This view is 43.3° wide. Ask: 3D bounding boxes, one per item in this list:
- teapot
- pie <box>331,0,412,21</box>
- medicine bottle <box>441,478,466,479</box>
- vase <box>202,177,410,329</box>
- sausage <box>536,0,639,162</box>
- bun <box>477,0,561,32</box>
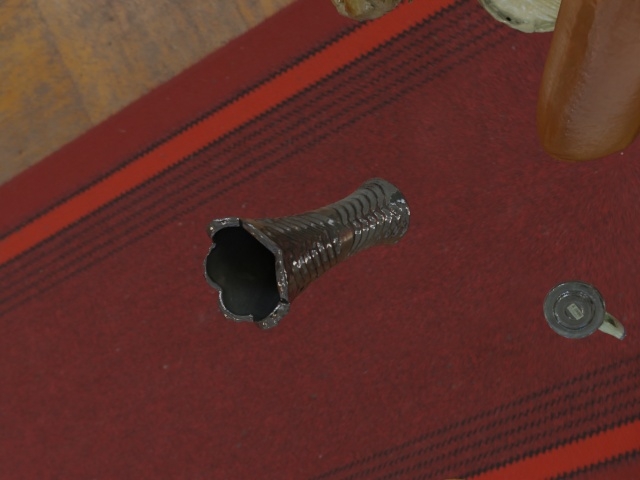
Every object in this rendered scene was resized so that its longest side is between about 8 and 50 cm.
[{"bbox_3d":[0.502,0.123,1.530,0.149,0.108,0.111,3,101,18],"label":"teapot"},{"bbox_3d":[0.023,-0.206,0.383,0.163,0.079,0.193,38,136,55],"label":"pie"},{"bbox_3d":[0.144,0.211,0.431,0.222,0.149,0.112,28,72,-23],"label":"medicine bottle"},{"bbox_3d":[0.000,0.000,0.826,0.115,0.237,0.115,16,115,36],"label":"vase"},{"bbox_3d":[0.245,-0.164,0.671,0.105,0.274,0.105,-2,59,4],"label":"sausage"},{"bbox_3d":[0.327,-0.444,1.185,0.259,0.152,0.259,6,135,6],"label":"bun"}]
